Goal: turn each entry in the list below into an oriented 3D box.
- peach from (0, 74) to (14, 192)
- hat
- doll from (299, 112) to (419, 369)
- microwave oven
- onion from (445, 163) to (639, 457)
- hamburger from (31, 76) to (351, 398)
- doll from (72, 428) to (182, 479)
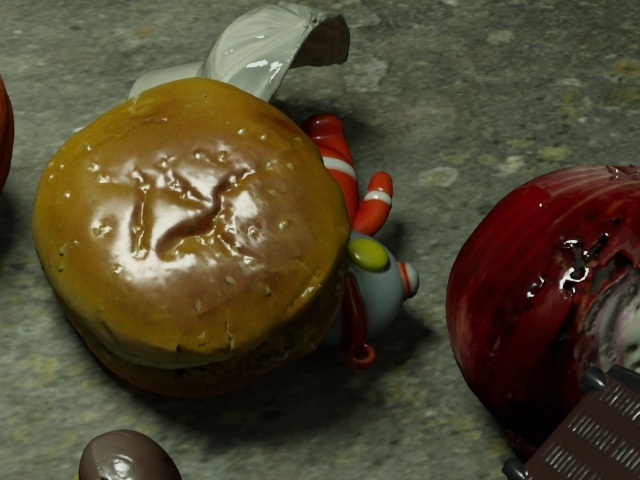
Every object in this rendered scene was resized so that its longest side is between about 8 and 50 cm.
[{"bbox_3d":[-0.406,-0.079,1.741,0.232,0.232,0.256,17,65,-11],"label":"peach"},{"bbox_3d":[-0.099,-0.197,2.018,0.226,0.164,0.219,17,38,23],"label":"hat"},{"bbox_3d":[0.000,0.000,1.946,0.200,0.105,0.336,-5,50,-14],"label":"doll"},{"bbox_3d":[0.321,0.254,1.693,0.247,0.188,0.178,43,-7,-29],"label":"microwave oven"},{"bbox_3d":[0.285,0.068,1.883,0.341,0.341,0.341,14,45,-14],"label":"onion"},{"bbox_3d":[-0.126,-0.011,1.803,0.290,0.170,0.314,-34,66,-16],"label":"hamburger"},{"bbox_3d":[-0.149,0.245,1.607,0.096,0.188,0.145,-26,38,6],"label":"doll"}]
